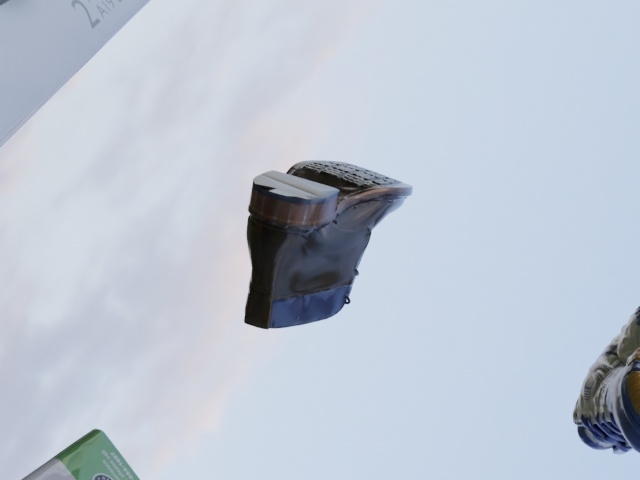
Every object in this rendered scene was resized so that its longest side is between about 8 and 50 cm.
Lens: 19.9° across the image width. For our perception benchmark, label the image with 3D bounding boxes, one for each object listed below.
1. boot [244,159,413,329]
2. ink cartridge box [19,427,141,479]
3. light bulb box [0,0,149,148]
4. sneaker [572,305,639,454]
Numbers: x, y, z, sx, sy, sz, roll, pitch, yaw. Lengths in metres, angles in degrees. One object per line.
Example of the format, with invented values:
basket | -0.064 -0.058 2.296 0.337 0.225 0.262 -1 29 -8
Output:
boot | 0.000 0.000 1.393 0.219 0.082 0.106 -12 118 -61
ink cartridge box | -0.212 0.295 1.359 0.117 0.201 0.278 -39 177 33
light bulb box | -0.333 -0.134 0.921 0.225 0.361 0.358 -36 -167 31
sneaker | 0.304 0.165 1.736 0.131 0.112 0.296 -49 179 16
